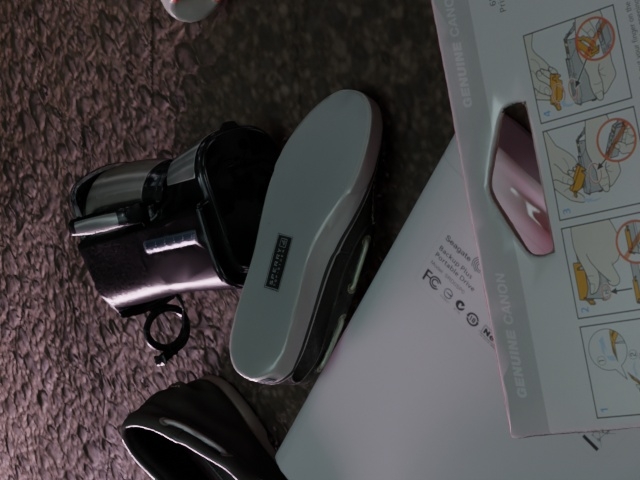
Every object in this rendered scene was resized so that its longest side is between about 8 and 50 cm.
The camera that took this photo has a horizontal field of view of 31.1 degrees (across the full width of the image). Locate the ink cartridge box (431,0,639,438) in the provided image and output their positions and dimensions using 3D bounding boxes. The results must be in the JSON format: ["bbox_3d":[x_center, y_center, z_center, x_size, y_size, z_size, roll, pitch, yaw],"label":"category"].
[{"bbox_3d":[0.196,-0.051,0.605,0.261,0.066,0.296,-14,85,45],"label":"ink cartridge box"}]

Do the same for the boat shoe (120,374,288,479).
[{"bbox_3d":[-0.040,0.247,0.944,0.335,0.096,0.112,43,129,27],"label":"boat shoe"}]

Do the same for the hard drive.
[{"bbox_3d":[0.112,0.119,0.788,0.233,0.047,0.353,46,130,24],"label":"hard drive"}]

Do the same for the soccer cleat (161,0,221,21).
[{"bbox_3d":[-0.094,-0.264,0.860,0.076,0.068,0.196,46,136,51],"label":"soccer cleat"}]

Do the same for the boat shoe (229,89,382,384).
[{"bbox_3d":[0.000,0.000,0.835,0.078,0.070,0.219,25,96,42],"label":"boat shoe"}]

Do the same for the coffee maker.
[{"bbox_3d":[-0.095,0.003,0.923,0.178,0.120,0.171,-9,122,47],"label":"coffee maker"}]
